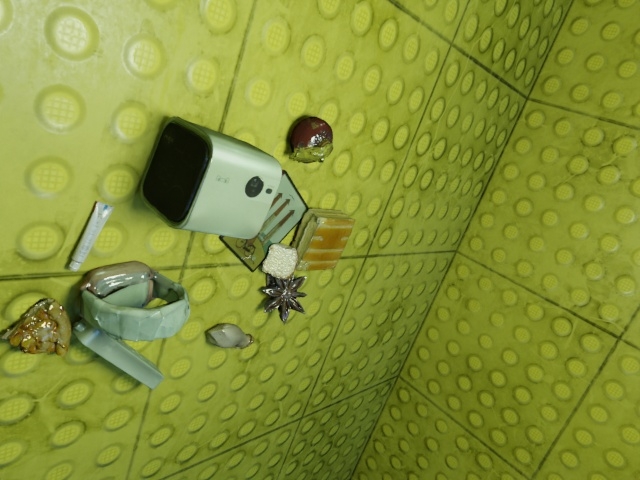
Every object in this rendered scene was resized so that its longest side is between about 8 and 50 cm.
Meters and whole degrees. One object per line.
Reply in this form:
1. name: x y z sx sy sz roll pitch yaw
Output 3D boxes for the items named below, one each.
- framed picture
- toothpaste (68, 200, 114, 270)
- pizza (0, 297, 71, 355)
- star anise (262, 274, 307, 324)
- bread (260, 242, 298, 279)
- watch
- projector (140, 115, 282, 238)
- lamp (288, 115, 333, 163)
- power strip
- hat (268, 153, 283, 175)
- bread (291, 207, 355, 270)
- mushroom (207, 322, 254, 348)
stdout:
1. framed picture: -0.186 -0.062 1.606 0.324 0.013 0.244 -48 144 -11
2. toothpaste: -0.593 -0.009 1.163 0.048 0.031 0.190 26 92 -51
3. pizza: -0.726 0.236 1.166 0.161 0.062 0.182 -5 121 -46
4. star anise: -0.148 0.194 1.771 0.230 0.081 0.262 -40 111 -22
5. bread: -0.150 0.074 1.685 0.126 0.044 0.129 18 99 -20
6. watch: -0.495 0.181 1.238 0.253 0.241 0.162 -14 128 -43
7. projector: -0.291 -0.159 1.211 0.249 0.248 0.249 9 109 -52
8. lamp: -0.019 -0.325 1.496 0.156 0.135 0.157 -9 121 -46
9. power strip: -0.602 0.338 1.361 0.062 0.091 0.385 -45 142 -18
10. hat: -0.205 -0.166 1.425 0.128 0.140 0.227 16 117 -42
11. bread: 0.000 0.000 1.779 0.246 0.111 0.239 2 115 -52
12. mushroom: -0.335 0.361 1.687 0.097 0.088 0.212 -46 150 2
